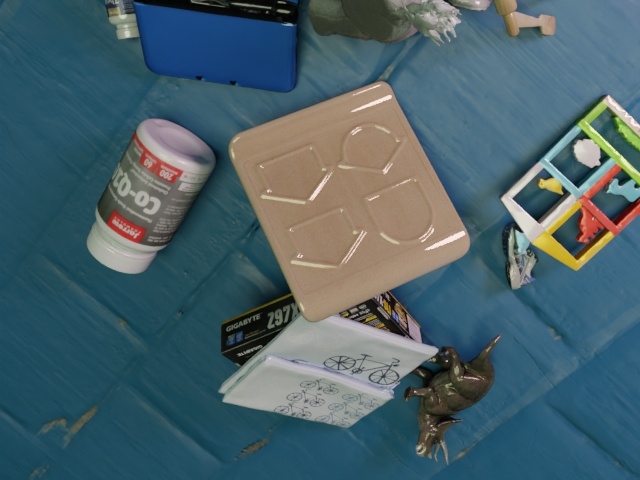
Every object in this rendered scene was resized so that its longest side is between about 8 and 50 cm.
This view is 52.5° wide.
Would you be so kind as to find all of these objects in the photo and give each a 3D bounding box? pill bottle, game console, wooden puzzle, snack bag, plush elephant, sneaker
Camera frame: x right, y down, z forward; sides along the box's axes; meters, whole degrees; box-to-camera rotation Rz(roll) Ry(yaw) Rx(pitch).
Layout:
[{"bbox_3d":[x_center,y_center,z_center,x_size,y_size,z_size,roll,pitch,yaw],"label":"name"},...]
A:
[{"bbox_3d":[-0.364,-0.437,1.201,0.067,0.067,0.120,-3,108,14],"label":"pill bottle"},{"bbox_3d":[-0.174,-0.430,1.165,0.293,0.173,0.250,9,83,3],"label":"game console"},{"bbox_3d":[-0.338,-0.081,1.271,0.161,0.161,0.283,35,113,-1],"label":"pill bottle"},{"bbox_3d":[0.048,-0.070,1.140,0.322,0.080,0.347,-23,82,-12],"label":"wooden puzzle"},{"bbox_3d":[0.020,0.261,1.267,0.323,0.037,0.342,22,131,-28],"label":"snack bag"},{"bbox_3d":[0.146,-0.447,1.004,0.330,0.255,0.271,36,162,32],"label":"plush elephant"},{"bbox_3d":[0.376,0.025,1.216,0.058,0.052,0.135,-10,114,6],"label":"sneaker"}]

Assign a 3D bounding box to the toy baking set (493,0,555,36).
[{"bbox_3d":[0.314,-0.411,0.992,0.030,0.197,0.256,7,133,46],"label":"toy baking set"}]

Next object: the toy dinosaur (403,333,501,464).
[{"bbox_3d":[0.270,0.290,1.311,0.160,0.121,0.313,33,109,-13],"label":"toy dinosaur"}]

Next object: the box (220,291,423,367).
[{"bbox_3d":[0.006,0.194,1.274,0.322,0.079,0.257,-24,137,20],"label":"box"}]

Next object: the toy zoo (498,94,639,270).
[{"bbox_3d":[0.456,-0.082,1.140,0.192,0.030,0.293,42,103,-4],"label":"toy zoo"}]
